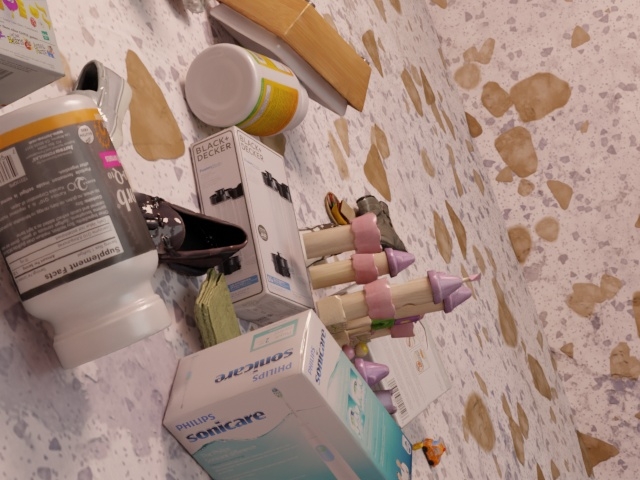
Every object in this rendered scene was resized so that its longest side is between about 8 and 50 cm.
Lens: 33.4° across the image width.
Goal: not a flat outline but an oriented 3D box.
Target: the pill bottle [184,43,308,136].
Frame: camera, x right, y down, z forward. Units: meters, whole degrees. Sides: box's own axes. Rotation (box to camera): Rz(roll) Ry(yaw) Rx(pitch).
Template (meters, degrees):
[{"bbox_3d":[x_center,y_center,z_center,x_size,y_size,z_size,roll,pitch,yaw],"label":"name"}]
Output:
[{"bbox_3d":[-0.115,-0.250,1.832,0.245,0.136,0.136,3,68,-66],"label":"pill bottle"}]

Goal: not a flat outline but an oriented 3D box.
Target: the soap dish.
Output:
[{"bbox_3d":[-0.049,-0.370,1.997,0.229,0.118,0.291,37,1,38],"label":"soap dish"}]

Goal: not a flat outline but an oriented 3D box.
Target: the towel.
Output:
[{"bbox_3d":[-0.146,0.124,1.527,0.110,0.027,0.148,-70,149,-61],"label":"towel"}]

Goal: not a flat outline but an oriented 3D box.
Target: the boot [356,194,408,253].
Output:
[{"bbox_3d":[0.108,-0.023,2.247,0.161,0.083,0.246,67,15,15],"label":"boot"}]

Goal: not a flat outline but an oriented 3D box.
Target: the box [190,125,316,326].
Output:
[{"bbox_3d":[-0.108,-0.019,1.703,0.169,0.087,0.290,29,44,-58],"label":"box"}]

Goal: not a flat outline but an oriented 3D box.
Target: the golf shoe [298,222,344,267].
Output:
[{"bbox_3d":[0.000,0.000,1.931,0.077,0.093,0.198,69,23,-3],"label":"golf shoe"}]

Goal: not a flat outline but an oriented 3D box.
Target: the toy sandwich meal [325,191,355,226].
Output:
[{"bbox_3d":[0.039,-0.063,2.163,0.085,0.029,0.086,49,29,-39],"label":"toy sandwich meal"}]

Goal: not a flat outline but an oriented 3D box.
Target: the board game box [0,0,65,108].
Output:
[{"bbox_3d":[-0.410,-0.293,1.177,0.144,0.142,0.275,11,60,-64],"label":"board game box"}]

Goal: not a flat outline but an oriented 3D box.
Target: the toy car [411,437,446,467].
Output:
[{"bbox_3d":[0.217,0.422,2.116,0.122,0.040,0.060,7,64,-66],"label":"toy car"}]

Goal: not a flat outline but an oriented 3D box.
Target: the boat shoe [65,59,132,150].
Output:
[{"bbox_3d":[-0.307,-0.161,1.401,0.081,0.079,0.227,44,26,-29],"label":"boat shoe"}]

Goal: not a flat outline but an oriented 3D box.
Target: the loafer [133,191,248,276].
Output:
[{"bbox_3d":[-0.207,-0.017,1.458,0.302,0.095,0.109,17,56,-63],"label":"loafer"}]

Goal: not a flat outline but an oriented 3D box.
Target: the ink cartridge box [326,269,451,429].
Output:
[{"bbox_3d":[0.134,0.201,2.049,0.239,0.060,0.275,-21,90,-59],"label":"ink cartridge box"}]

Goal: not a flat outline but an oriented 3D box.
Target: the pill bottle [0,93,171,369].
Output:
[{"bbox_3d":[-0.279,-0.009,1.196,0.278,0.162,0.162,68,22,-2],"label":"pill bottle"}]

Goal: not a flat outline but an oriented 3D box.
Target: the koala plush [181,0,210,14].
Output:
[{"bbox_3d":[-0.233,-0.504,1.793,0.221,0.203,0.196,70,5,-73],"label":"koala plush"}]

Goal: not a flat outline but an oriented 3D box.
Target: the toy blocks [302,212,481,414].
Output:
[{"bbox_3d":[0.128,0.129,1.758,0.288,0.260,0.309,84,-6,-75],"label":"toy blocks"}]

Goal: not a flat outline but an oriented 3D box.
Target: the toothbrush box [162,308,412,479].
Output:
[{"bbox_3d":[-0.036,0.262,1.441,0.295,0.216,0.126,53,26,-30],"label":"toothbrush box"}]
